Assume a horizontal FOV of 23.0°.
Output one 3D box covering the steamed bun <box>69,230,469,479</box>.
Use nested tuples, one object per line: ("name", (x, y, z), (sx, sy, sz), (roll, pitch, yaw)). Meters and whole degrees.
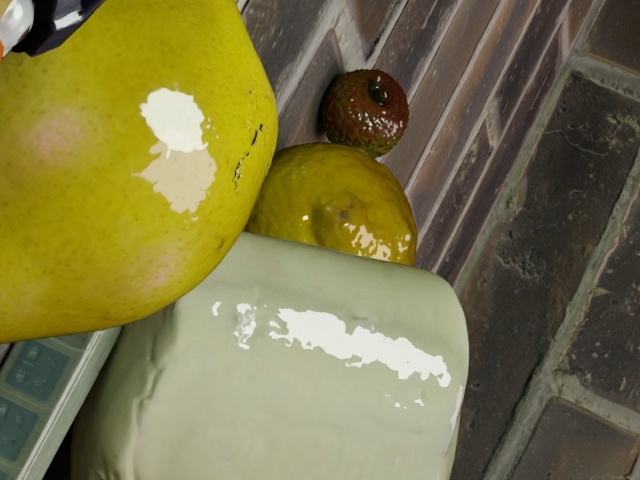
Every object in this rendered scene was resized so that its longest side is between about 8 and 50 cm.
("steamed bun", (-0.072, 0.200, 1.631), (0.290, 0.371, 0.456), (-107, -148, -63))

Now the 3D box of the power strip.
("power strip", (-0.273, 0.162, 1.452), (0.272, 0.078, 0.052), (-62, 162, -12))

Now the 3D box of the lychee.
("lychee", (0.058, -0.161, 2.009), (0.114, 0.114, 0.146), (-56, 175, -33))

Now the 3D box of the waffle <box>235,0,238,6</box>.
("waffle", (-0.144, -0.142, 1.494), (0.245, 0.052, 0.254), (-60, 164, -18))

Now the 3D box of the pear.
("pear", (-0.195, -0.065, 1.083), (0.336, 0.285, 0.285), (-17, 137, -30))

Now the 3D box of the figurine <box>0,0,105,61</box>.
("figurine", (-0.249, -0.141, 0.851), (0.308, 0.308, 0.143), (-43, 126, -55))

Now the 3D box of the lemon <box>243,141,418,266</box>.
("lemon", (0.000, 0.000, 1.822), (0.233, 0.233, 0.288), (-64, -173, -10))
